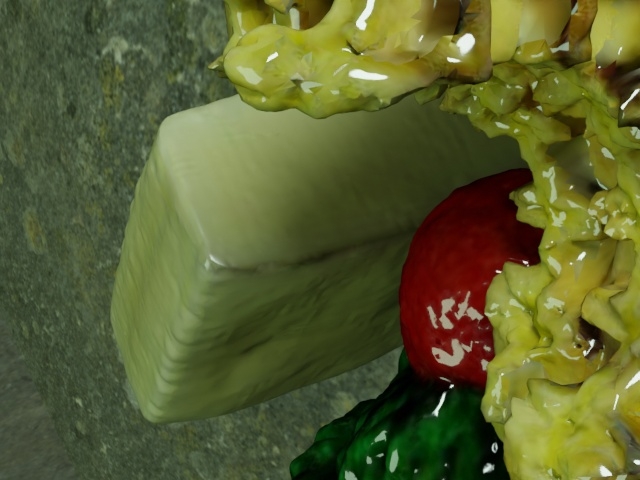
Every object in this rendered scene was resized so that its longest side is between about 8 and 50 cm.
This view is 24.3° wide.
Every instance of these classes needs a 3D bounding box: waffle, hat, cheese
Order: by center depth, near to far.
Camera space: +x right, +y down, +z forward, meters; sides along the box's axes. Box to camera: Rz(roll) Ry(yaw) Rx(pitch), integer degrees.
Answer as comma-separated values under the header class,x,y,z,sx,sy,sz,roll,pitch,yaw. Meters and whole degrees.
class,x,y,z,sx,sy,sz,roll,pitch,yaw
waffle,0.111,-0.056,0.600,0.151,0.261,0.324,23,152,55
hat,0.114,0.124,0.808,0.242,0.274,0.332,44,140,48
cheese,0.000,0.000,0.936,0.265,0.242,0.124,116,135,-61
